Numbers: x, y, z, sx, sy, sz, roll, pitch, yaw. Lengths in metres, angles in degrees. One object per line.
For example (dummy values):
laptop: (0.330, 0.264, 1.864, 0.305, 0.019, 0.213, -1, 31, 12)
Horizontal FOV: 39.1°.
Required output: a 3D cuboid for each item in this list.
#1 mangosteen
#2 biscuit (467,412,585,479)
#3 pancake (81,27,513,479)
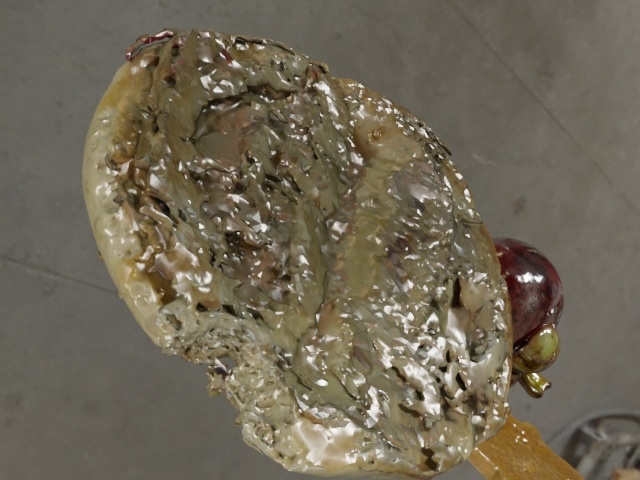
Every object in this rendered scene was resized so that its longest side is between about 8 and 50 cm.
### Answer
mangosteen: (0.200, 0.091, 1.029, 0.200, 0.200, 0.199, -26, 131, -35)
biscuit: (0.204, 0.232, 0.939, 0.035, 0.250, 0.162, -52, -174, 18)
pancake: (0.001, -0.001, 0.648, 0.382, 0.382, 0.071, -4, 151, -46)
